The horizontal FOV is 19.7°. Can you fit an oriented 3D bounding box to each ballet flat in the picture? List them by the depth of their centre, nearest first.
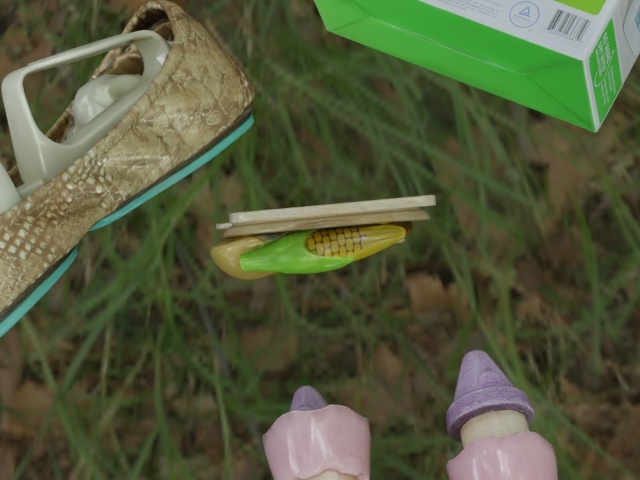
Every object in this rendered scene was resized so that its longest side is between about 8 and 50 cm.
[{"bbox_3d":[-0.104,-0.021,0.646,0.073,0.206,0.067,-13,114,44],"label":"ballet flat"}]

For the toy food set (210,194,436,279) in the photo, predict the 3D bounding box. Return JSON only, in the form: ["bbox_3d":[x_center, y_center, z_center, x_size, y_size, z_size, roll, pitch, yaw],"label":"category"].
[{"bbox_3d":[0.000,0.000,1.096,0.132,0.192,0.039,-5,90,-5],"label":"toy food set"}]

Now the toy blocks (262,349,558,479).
[{"bbox_3d":[-0.006,0.197,1.187,0.308,0.260,0.289,-10,148,-2],"label":"toy blocks"}]

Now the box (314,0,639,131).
[{"bbox_3d":[0.154,-0.252,1.503,0.262,0.127,0.231,22,72,22],"label":"box"}]
